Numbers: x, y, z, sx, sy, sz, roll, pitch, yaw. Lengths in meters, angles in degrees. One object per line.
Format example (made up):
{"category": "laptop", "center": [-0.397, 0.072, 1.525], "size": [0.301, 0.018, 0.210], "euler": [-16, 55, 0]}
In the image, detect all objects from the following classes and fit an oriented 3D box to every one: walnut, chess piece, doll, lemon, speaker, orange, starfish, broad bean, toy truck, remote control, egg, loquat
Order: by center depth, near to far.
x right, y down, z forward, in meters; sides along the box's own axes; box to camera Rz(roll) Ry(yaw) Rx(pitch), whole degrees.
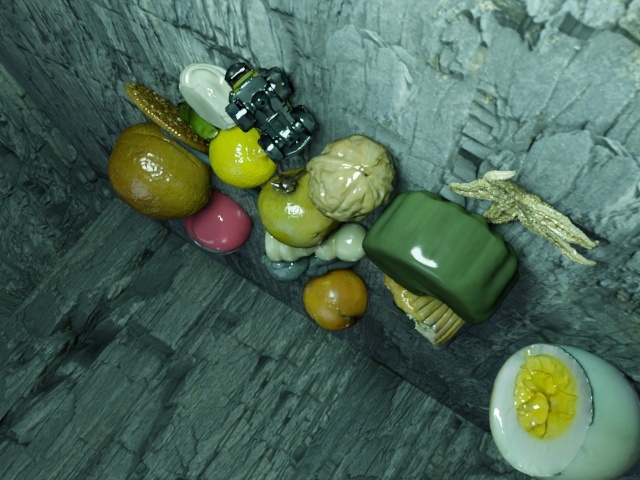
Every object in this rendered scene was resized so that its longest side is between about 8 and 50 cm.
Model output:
{"category": "starfish", "center": [0.377, -0.062, 1.059], "size": [0.299, 0.060, 0.302], "euler": [35, 177, -26]}
{"category": "walnut", "center": [0.064, -0.135, 1.222], "size": [0.198, 0.198, 0.245], "euler": [40, 170, -14]}
{"category": "toy truck", "center": [-0.122, -0.299, 1.260], "size": [0.224, 0.147, 0.165], "euler": [47, -177, -40]}
{"category": "egg", "center": [0.681, 0.465, 1.443], "size": [0.340, 0.354, 0.354], "euler": [18, 169, -21]}
{"category": "lemon", "center": [-0.208, -0.231, 1.485], "size": [0.187, 0.187, 0.244], "euler": [46, 162, -30]}
{"category": "loquat", "center": [-0.055, -0.093, 1.487], "size": [0.244, 0.244, 0.244], "euler": [32, 162, 11]}
{"category": "broad bean", "center": [-0.346, -0.352, 1.541], "size": [0.061, 0.077, 0.339], "euler": [20, -166, -33]}
{"category": "chess piece", "center": [0.000, 0.000, 1.647], "size": [0.300, 0.167, 0.167], "euler": [6, 153, 16]}
{"category": "remote control", "center": [-0.343, -0.258, 1.767], "size": [0.377, 0.044, 0.107], "euler": [35, -166, -33]}
{"category": "doll", "center": [-0.040, 0.050, 1.877], "size": [0.246, 0.340, 0.158], "euler": [-9, 91, 63]}
{"category": "orange", "center": [-0.543, -0.235, 1.898], "size": [0.357, 0.322, 0.322], "euler": [32, 166, -28]}
{"category": "orange", "center": [0.056, 0.216, 2.052], "size": [0.246, 0.246, 0.246], "euler": [32, 162, 11]}
{"category": "speaker", "center": [-0.431, -0.074, 2.320], "size": [0.294, 0.294, 0.294], "euler": [32, 162, 11]}

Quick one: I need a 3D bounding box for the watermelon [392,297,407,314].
{"category": "watermelon", "center": [0.364, 0.262, 1.937], "size": [0.245, 0.063, 0.119], "euler": [27, 180, 9]}

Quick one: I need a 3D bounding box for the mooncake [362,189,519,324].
{"category": "mooncake", "center": [0.267, 0.029, 1.256], "size": [0.351, 0.187, 0.351], "euler": [36, 174, 5]}

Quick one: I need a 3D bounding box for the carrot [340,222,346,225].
{"category": "carrot", "center": [0.016, -0.075, 1.712], "size": [0.139, 0.048, 0.048], "euler": [38, 163, -1]}

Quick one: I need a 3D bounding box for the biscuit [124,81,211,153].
{"category": "biscuit", "center": [-0.440, -0.366, 1.622], "size": [0.305, 0.038, 0.305], "euler": [40, -170, -8]}

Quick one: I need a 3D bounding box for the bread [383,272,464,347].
{"category": "bread", "center": [0.294, 0.148, 1.518], "size": [0.274, 0.149, 0.274], "euler": [46, -161, -20]}

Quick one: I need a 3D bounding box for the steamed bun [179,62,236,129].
{"category": "steamed bun", "center": [-0.262, -0.365, 1.366], "size": [0.183, 0.106, 0.183], "euler": [37, 166, 11]}
